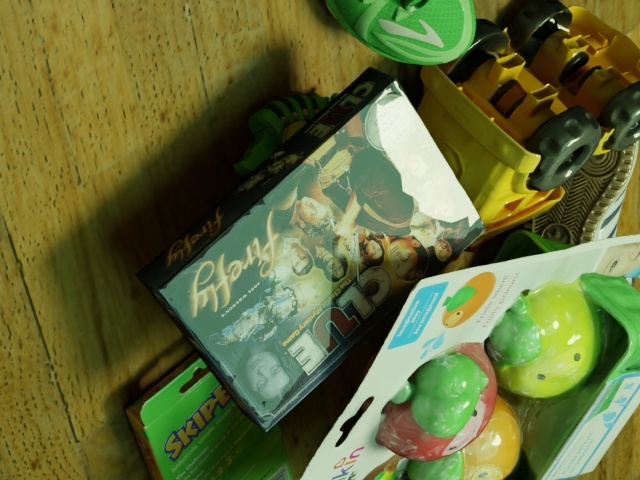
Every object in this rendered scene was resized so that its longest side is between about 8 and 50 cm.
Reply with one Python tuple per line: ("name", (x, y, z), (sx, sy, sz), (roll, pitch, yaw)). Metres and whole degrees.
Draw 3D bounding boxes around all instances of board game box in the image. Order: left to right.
("board game box", (-0.092, 0.178, 1.664), (0.124, 0.039, 0.259), (-39, 146, -22))
("board game box", (-0.002, 0.007, 1.475), (0.243, 0.042, 0.165), (-43, 124, -12))

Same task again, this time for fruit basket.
("fruit basket", (0.132, 0.138, 1.633), (0.353, 0.165, 0.327), (-16, 142, -51))

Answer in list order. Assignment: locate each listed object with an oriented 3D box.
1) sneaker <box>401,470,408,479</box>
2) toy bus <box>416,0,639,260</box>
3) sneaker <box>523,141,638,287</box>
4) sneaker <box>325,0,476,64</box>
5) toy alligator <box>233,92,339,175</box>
("sneaker", (0.124, 0.158, 1.872), (0.283, 0.110, 0.122), (-28, 121, -36))
("toy bus", (0.171, -0.081, 1.670), (0.220, 0.149, 0.211), (-24, 149, -40))
("sneaker", (0.258, -0.028, 1.853), (0.153, 0.099, 0.282), (-14, 116, -66))
("sneaker", (0.051, -0.214, 1.399), (0.109, 0.123, 0.295), (-36, 142, -3))
("toy alligator", (0.000, -0.094, 1.522), (0.189, 0.056, 0.051), (-18, 91, -40))
